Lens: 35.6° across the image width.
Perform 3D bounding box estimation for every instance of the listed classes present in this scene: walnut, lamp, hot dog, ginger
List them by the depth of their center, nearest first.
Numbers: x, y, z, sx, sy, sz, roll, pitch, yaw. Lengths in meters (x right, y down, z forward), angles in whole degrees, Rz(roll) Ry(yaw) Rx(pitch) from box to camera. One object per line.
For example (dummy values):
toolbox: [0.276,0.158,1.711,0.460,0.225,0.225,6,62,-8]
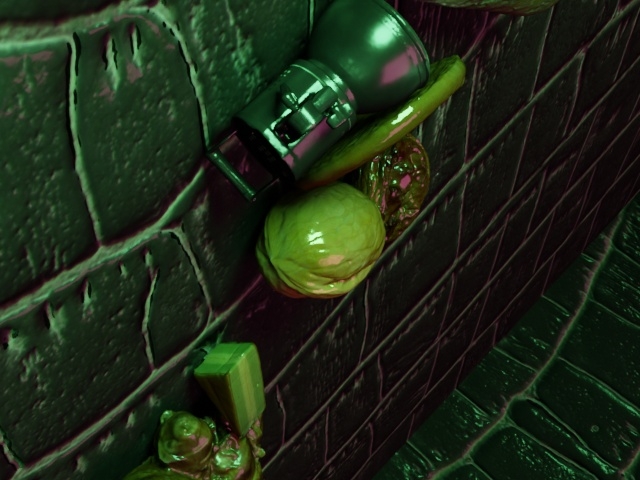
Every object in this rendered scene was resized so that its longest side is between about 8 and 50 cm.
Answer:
lamp: [-0.006,-0.151,1.084,0.227,0.147,0.172,-46,-168,-15]
walnut: [0.000,0.000,1.345,0.206,0.159,0.159,-27,148,-49]
hot dog: [0.087,-0.066,1.496,0.160,0.099,0.227,-33,149,-41]
ginger: [-0.197,0.374,1.532,0.357,0.152,0.274,-17,140,-58]

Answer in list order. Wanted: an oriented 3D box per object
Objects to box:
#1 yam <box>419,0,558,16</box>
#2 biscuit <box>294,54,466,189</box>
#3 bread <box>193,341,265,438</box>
yam: [0.188,-0.342,1.230,0.330,0.133,0.133,-16,139,-50]
biscuit: [0.073,-0.143,1.238,0.262,0.037,0.262,-36,-170,7]
bread: [-0.109,0.223,1.464,0.074,0.084,0.139,-47,118,-36]
